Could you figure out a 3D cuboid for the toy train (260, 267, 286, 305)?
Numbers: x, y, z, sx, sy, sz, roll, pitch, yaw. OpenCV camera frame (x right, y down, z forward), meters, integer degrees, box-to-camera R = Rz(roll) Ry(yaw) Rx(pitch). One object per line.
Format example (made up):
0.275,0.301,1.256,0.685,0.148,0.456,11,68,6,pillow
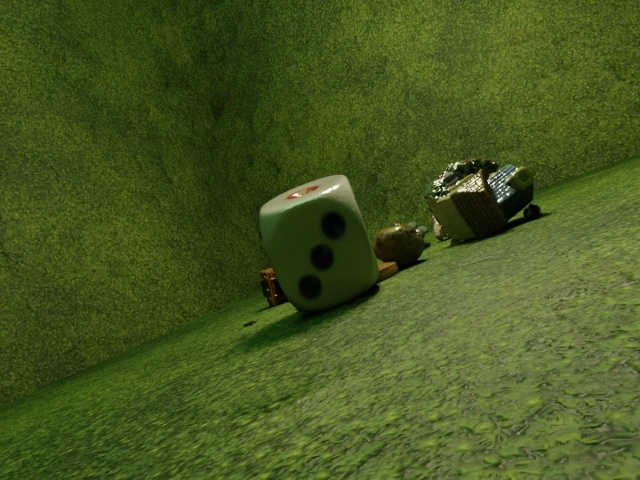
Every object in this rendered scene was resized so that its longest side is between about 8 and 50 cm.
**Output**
-0.111,0.174,2.059,0.231,0.163,0.369,-12,4,34,toy train

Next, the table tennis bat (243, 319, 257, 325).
-0.247,0.291,1.587,0.050,0.007,0.083,-20,-3,-14,table tennis bat

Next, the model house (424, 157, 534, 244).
0.560,-0.168,1.555,0.321,0.261,0.266,-36,4,-10,model house

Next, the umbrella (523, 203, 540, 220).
0.718,-0.104,1.529,0.050,0.046,0.188,28,24,24,umbrella

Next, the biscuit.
0.081,0.140,1.458,0.354,0.052,0.275,-22,-1,2,biscuit

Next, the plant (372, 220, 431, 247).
0.351,-0.007,1.892,0.274,0.147,0.149,-20,-4,-40,plant

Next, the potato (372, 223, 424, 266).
0.265,0.017,1.539,0.137,0.154,0.200,-43,-1,-19,potato

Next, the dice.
0.000,0.000,1.286,0.276,0.304,0.304,-21,15,2,dice

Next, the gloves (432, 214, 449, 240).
0.552,-0.053,1.991,0.144,0.111,0.094,14,-30,-32,gloves
